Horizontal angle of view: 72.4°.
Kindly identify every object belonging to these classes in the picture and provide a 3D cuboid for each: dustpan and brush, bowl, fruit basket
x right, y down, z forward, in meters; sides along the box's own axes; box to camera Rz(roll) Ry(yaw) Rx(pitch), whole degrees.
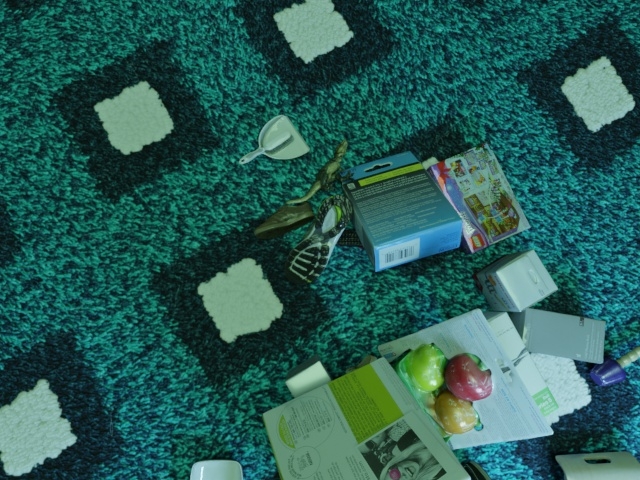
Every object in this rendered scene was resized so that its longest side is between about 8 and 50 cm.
[{"bbox_3d":[-0.153,-0.283,1.325,0.211,0.060,0.147,-34,84,-7],"label":"dustpan and brush"},{"bbox_3d":[-0.279,0.664,1.186,0.141,0.053,0.142,1,81,-2],"label":"bowl"},{"bbox_3d":[0.349,0.368,1.126,0.353,0.165,0.327,-35,81,37],"label":"fruit basket"}]

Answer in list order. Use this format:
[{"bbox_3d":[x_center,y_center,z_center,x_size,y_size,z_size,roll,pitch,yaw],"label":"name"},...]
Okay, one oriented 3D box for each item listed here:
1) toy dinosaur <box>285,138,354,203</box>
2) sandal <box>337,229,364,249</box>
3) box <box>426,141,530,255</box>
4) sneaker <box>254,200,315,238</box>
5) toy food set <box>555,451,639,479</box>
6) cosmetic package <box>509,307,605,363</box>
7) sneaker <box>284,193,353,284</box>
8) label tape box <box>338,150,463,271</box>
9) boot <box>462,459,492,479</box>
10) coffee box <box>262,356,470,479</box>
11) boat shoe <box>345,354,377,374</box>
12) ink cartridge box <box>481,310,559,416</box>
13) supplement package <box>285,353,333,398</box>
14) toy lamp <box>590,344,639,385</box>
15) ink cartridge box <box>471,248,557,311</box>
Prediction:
[{"bbox_3d":[0.022,-0.185,1.294,0.268,0.064,0.118,-49,42,-15],"label":"toy dinosaur"},{"bbox_3d":[0.131,-0.001,1.312,0.179,0.040,0.067,7,76,13],"label":"sandal"},{"bbox_3d":[0.475,-0.128,1.329,0.200,0.057,0.294,-23,83,-6],"label":"box"},{"bbox_3d":[-0.113,-0.064,1.303,0.188,0.066,0.071,-19,66,-10],"label":"sneaker"},{"bbox_3d":[0.764,0.749,1.207,0.219,0.092,0.307,-1,90,-3],"label":"toy food set"},{"bbox_3d":[0.671,0.268,1.257,0.237,0.107,0.127,8,84,-4],"label":"cosmetic package"},{"bbox_3d":[0.000,0.000,1.271,0.111,0.121,0.300,35,101,0],"label":"sneaker"},{"bbox_3d":[0.215,-0.097,1.268,0.248,0.115,0.348,-17,44,-4],"label":"label tape box"},{"bbox_3d":[0.383,0.708,1.131,0.178,0.085,0.236,-12,42,-10],"label":"boot"},{"bbox_3d":[0.099,0.547,0.991,0.334,0.338,0.338,-22,125,-12],"label":"coffee box"},{"bbox_3d":[0.093,0.388,1.232,0.059,0.063,0.170,39,83,-13],"label":"boat shoe"},{"bbox_3d":[0.482,0.336,1.190,0.114,0.198,0.273,-26,84,-7],"label":"ink cartridge box"},{"bbox_3d":[-0.023,0.383,1.173,0.105,0.179,0.105,-30,84,-6],"label":"supplement package"},{"bbox_3d":[0.910,0.333,1.268,0.274,0.080,0.080,-30,84,-5],"label":"toy lamp"},{"bbox_3d":[0.542,0.116,1.236,0.127,0.176,0.128,-29,84,-6],"label":"ink cartridge box"}]
